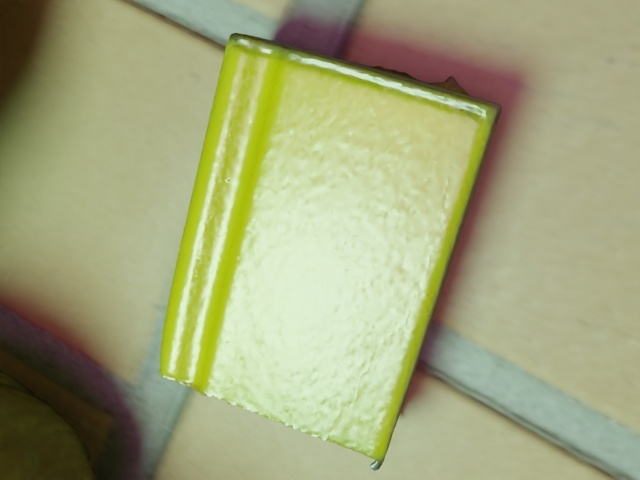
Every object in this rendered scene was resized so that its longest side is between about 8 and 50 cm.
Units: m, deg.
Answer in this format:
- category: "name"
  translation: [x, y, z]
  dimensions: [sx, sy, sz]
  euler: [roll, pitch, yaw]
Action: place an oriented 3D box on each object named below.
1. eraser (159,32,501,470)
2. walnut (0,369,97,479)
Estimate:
- category: "eraser"
  translation: [0.000, 0.000, 0.431]
  dimensions: [0.158, 0.069, 0.226]
  euler: [20, 104, 14]
- category: "walnut"
  translation: [-0.293, 0.183, 0.455]
  dimensions: [0.283, 0.283, 0.227]
  euler: [12, 105, 15]
